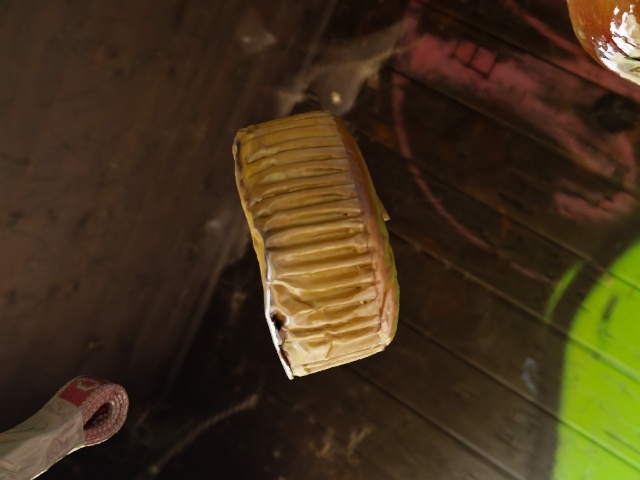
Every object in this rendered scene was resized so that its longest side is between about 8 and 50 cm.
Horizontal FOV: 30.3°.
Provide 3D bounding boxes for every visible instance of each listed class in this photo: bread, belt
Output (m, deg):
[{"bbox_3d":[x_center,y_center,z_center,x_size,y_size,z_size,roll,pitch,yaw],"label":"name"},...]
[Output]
[{"bbox_3d":[0.000,0.000,0.899,0.104,0.199,0.199,-13,-37,-2],"label":"bread"},{"bbox_3d":[-0.278,0.200,1.145,0.232,0.053,0.071,-37,-52,-49],"label":"belt"}]

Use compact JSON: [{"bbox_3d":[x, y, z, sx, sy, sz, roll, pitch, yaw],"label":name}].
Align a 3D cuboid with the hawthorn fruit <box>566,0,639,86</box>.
[{"bbox_3d":[0.373,-0.265,1.176,0.268,0.268,0.301,73,-154,-55],"label":"hawthorn fruit"}]
